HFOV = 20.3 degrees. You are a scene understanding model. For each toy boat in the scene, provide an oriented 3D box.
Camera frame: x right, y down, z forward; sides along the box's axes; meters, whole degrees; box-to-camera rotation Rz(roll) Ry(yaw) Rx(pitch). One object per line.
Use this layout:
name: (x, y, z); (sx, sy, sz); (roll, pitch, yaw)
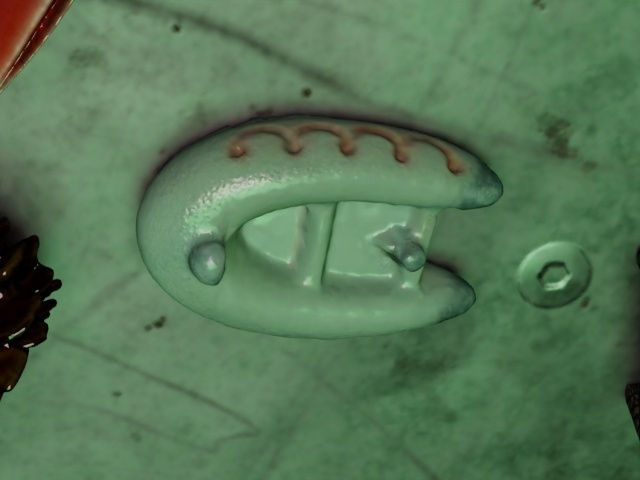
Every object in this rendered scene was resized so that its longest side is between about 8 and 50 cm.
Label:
toy boat: (0.000, 0.000, 1.006); (0.207, 0.079, 0.134); (6, 122, -15)

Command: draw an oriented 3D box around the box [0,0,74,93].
box: (-0.156, -0.161, 0.822); (0.099, 0.182, 0.133); (29, 109, -23)

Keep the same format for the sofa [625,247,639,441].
sofa: (0.213, 0.066, 1.092); (0.039, 0.060, 0.118); (-2, 122, -2)

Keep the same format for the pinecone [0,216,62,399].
pinecone: (-0.235, 0.030, 0.939); (0.165, 0.163, 0.163); (43, 106, -13)
